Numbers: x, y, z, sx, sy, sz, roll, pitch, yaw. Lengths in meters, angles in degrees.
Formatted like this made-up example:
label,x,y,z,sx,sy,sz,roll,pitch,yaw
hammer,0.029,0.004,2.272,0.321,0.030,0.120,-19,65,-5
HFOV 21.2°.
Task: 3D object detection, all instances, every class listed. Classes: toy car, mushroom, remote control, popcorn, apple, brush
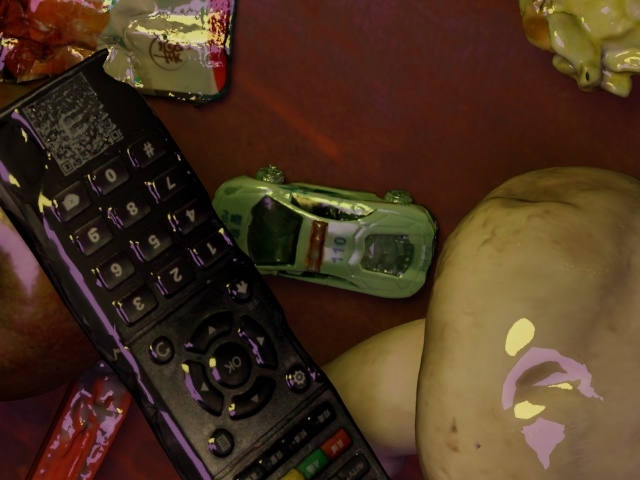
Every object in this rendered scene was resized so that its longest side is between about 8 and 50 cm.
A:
label,x,y,z,sx,sy,sz,roll,pitch,yaw
toy car,0.000,0.000,1.363,0.186,0.058,0.093,10,110,-2
mushroom,0.174,0.126,1.276,0.315,0.315,0.356,23,125,-5
remote control,-0.094,0.068,1.183,0.144,0.062,0.398,-37,101,-31
popcorn,0.208,-0.188,1.248,0.141,0.162,0.135,51,145,23
apple,-0.254,0.009,1.289,0.257,0.234,0.256,-1,113,-3
brush,-0.208,0.180,1.432,0.051,0.070,0.323,24,108,-9

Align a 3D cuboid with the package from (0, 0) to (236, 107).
label,x,y,z,sx,sy,sz,roll,pitch,yaw
package,-0.180,-0.191,1.316,0.232,0.040,0.166,6,107,1
